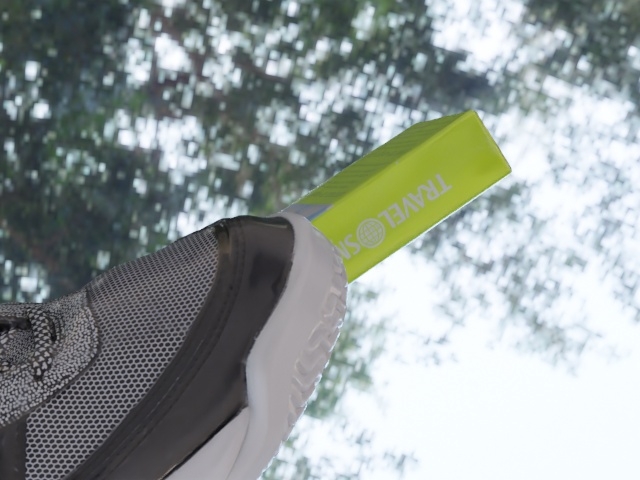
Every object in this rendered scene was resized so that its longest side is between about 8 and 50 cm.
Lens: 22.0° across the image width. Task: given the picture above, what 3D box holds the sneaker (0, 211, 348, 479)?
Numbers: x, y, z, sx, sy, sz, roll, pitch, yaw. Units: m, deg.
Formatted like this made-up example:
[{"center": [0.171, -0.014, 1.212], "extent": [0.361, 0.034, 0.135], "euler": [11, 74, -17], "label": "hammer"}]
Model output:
[{"center": [-0.132, 0.044, 0.457], "extent": [0.268, 0.153, 0.101], "euler": [-33, -153, 6], "label": "sneaker"}]

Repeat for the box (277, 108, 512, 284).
[{"center": [0.000, 0.000, 0.824], "extent": [0.178, 0.109, 0.042], "euler": [-34, -83, -11], "label": "box"}]
